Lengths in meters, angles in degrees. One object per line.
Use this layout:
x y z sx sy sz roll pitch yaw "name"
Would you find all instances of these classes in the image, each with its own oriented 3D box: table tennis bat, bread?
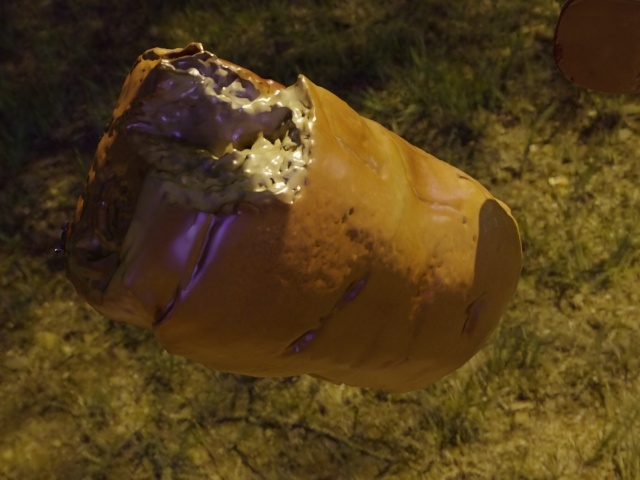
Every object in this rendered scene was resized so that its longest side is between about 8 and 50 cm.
0.201 -0.150 0.581 0.087 0.156 0.013 13 61 12 "table tennis bat"
0.003 0.005 0.622 0.149 0.344 0.195 22 93 43 "bread"
